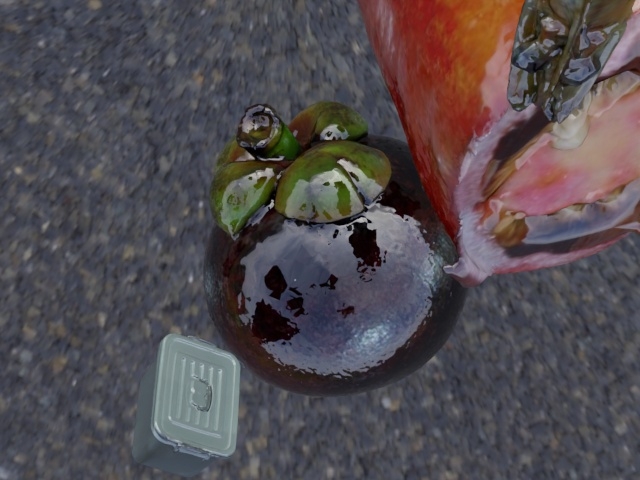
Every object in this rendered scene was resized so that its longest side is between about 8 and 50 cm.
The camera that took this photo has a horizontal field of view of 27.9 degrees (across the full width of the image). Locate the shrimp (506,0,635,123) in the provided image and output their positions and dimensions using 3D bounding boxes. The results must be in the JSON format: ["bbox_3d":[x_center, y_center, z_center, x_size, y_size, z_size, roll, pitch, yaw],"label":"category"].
[{"bbox_3d":[0.141,-0.184,0.536,0.058,0.169,0.296,24,141,7],"label":"shrimp"}]

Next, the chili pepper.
[{"bbox_3d":[0.146,-0.149,0.876,0.229,0.305,0.251,-19,140,5],"label":"chili pepper"}]

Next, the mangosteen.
[{"bbox_3d":[0.005,0.013,1.327,0.300,0.300,0.300,0,105,-2],"label":"mangosteen"}]

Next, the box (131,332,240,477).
[{"bbox_3d":[-0.127,0.156,1.190,0.084,0.122,0.069,22,136,-23],"label":"box"}]
